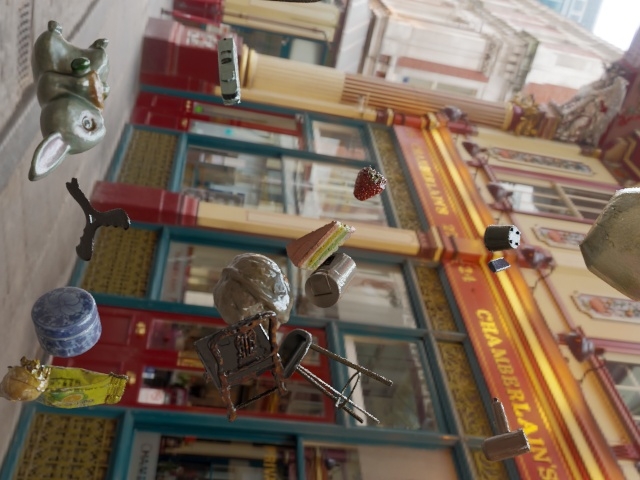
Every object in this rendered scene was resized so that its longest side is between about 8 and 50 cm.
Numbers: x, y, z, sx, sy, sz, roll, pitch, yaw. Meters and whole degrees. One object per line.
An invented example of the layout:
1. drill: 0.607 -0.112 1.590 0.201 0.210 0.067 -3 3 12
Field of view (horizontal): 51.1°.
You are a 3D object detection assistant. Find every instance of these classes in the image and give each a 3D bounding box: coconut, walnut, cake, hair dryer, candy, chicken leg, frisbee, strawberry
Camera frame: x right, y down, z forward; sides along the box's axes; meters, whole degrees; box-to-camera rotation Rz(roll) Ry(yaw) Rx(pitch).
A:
1. coconut: 0.676 0.011 1.383 0.227 0.230 0.227 -47 160 -23
2. walnut: -0.180 0.145 1.800 0.224 0.224 0.224 -172 -90 -79
3. cake: 0.004 0.019 2.089 0.225 0.109 0.090 -28 -119 35
4. hair dryer: 0.478 0.494 1.774 0.182 0.117 0.064 -90 155 -53
5. candy: -0.679 0.391 1.790 0.187 0.297 0.081 123 -27 -48
6. chicken leg: -0.683 0.321 1.517 0.207 0.085 0.101 -21 -141 44
7. frisbee: -0.544 -0.061 1.563 0.211 0.187 0.012 -38 175 32
8. strawberry: 0.112 -0.131 1.585 0.083 0.073 0.073 -52 -152 35

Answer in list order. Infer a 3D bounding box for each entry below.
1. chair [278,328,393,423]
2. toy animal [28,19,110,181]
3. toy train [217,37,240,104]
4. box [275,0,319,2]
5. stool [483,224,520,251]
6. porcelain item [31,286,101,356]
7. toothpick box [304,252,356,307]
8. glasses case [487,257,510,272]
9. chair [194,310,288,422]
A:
1. chair: 0.018 0.256 1.234 0.104 0.221 0.095 -56 179 9
2. toy animal: -0.385 -0.196 1.020 0.127 0.125 0.251 88 0 -69
3. toy train: -0.217 -0.400 1.585 0.047 0.043 0.207 75 4 -55
4. box: -0.058 -0.559 1.405 0.201 0.212 0.042 153 -65 -73
5. stool: 0.620 -0.009 2.286 0.110 0.096 0.096 -5 -105 45
6. porcelain item: -0.602 0.189 1.586 0.147 0.147 0.114 -96 -173 -49
7. toothpick box: 0.032 0.116 1.977 0.180 0.111 0.111 -44 150 -63
8. glasses case: 0.457 0.065 1.725 0.033 0.083 0.023 54 -54 22
9. chair: -0.120 0.155 0.979 0.113 0.106 0.229 50 -26 39
